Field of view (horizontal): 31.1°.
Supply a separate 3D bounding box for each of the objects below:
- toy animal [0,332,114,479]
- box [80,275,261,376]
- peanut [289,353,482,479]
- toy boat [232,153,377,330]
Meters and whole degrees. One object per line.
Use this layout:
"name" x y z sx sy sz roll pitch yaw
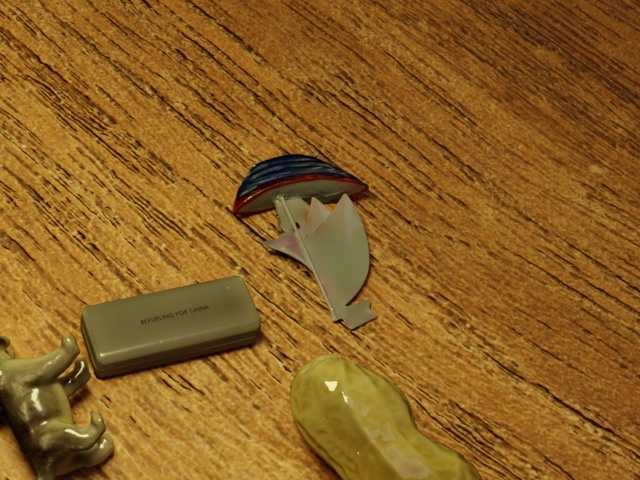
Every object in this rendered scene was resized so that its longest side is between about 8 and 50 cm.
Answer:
"toy animal" -0.369 0.210 1.494 0.169 0.121 0.233 -32 73 -15
"box" -0.213 0.121 1.640 0.244 0.055 0.103 -11 55 -22
"peanut" 0.085 0.276 1.535 0.147 0.147 0.305 -32 68 -33
"toy boat" 0.013 -0.020 1.808 0.219 0.072 0.318 -35 69 -31
